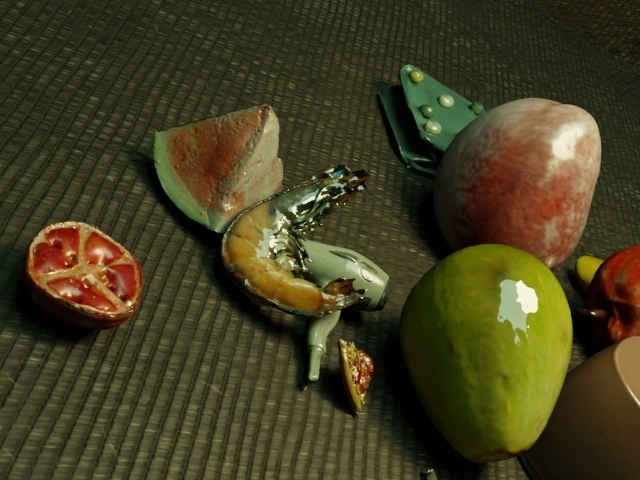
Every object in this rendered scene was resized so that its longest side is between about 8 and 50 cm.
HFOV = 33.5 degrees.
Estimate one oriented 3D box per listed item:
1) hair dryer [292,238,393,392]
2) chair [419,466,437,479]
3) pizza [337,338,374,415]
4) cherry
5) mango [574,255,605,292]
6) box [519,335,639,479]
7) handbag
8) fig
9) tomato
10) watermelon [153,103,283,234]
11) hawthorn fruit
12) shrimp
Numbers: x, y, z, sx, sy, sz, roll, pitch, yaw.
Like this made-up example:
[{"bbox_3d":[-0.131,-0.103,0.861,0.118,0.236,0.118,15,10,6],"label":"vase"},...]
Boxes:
[{"bbox_3d":[-0.038,0.073,1.555,0.229,0.092,0.267,36,41,11],"label":"hair dryer"},{"bbox_3d":[0.186,0.420,1.275,0.136,0.147,0.270,-51,132,-39],"label":"chair"},{"bbox_3d":[0.049,0.176,1.483,0.100,0.029,0.099,-76,148,-50],"label":"pizza"},{"bbox_3d":[0.358,-0.101,1.936,0.291,0.335,0.326,13,13,-9],"label":"cherry"},{"bbox_3d":[0.593,0.101,2.122,0.191,0.085,0.122,14,50,-19],"label":"mango"},{"bbox_3d":[0.479,0.306,1.627,0.301,0.216,0.301,26,36,-21],"label":"box"},{"bbox_3d":[0.268,-0.231,2.195,0.274,0.100,0.269,19,36,-26],"label":"handbag"},{"bbox_3d":[0.246,0.164,1.545,0.258,0.258,0.326,21,48,-24],"label":"fig"},{"bbox_3d":[-0.299,0.052,1.313,0.155,0.069,0.156,23,38,-19],"label":"tomato"},{"bbox_3d":[-0.148,-0.121,1.615,0.207,0.202,0.136,43,-7,3],"label":"watermelon"},{"bbox_3d":[0.593,0.125,1.929,0.300,0.254,0.254,3,45,-27],"label":"hawthorn fruit"},{"bbox_3d":[0.000,0.000,1.551,0.222,0.054,0.290,40,60,22],"label":"shrimp"}]
